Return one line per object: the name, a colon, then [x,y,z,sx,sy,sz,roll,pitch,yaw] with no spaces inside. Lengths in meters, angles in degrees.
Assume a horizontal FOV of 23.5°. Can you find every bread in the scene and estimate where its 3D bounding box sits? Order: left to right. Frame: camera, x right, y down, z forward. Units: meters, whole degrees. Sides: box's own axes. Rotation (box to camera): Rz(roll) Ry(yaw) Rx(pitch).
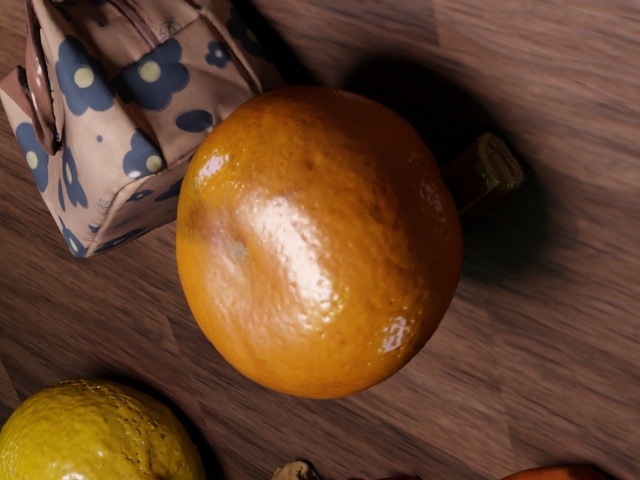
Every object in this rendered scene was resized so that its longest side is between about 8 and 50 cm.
bread: [0.115,-0.045,1.141,0.047,0.036,0.083,52,150,1]

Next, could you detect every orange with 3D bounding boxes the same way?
orange: [0.000,0.000,1.147,0.240,0.171,0.240,18,120,36]

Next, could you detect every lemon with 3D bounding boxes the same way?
lemon: [-0.279,0.296,1.892,0.310,0.258,0.258,12,135,51]

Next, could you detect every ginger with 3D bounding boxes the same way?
ginger: [-0.010,0.283,1.695,0.165,0.096,0.067,-26,147,35]

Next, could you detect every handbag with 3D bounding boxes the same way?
handbag: [-0.162,-0.118,1.295,0.193,0.190,0.251,60,155,5]

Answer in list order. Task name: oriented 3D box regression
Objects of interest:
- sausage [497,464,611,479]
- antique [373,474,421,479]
sausage: [0.238,0.277,1.274,0.258,0.133,0.133,29,146,31]
antique: [0.070,0.287,1.548,0.104,0.104,0.104,34,149,24]
